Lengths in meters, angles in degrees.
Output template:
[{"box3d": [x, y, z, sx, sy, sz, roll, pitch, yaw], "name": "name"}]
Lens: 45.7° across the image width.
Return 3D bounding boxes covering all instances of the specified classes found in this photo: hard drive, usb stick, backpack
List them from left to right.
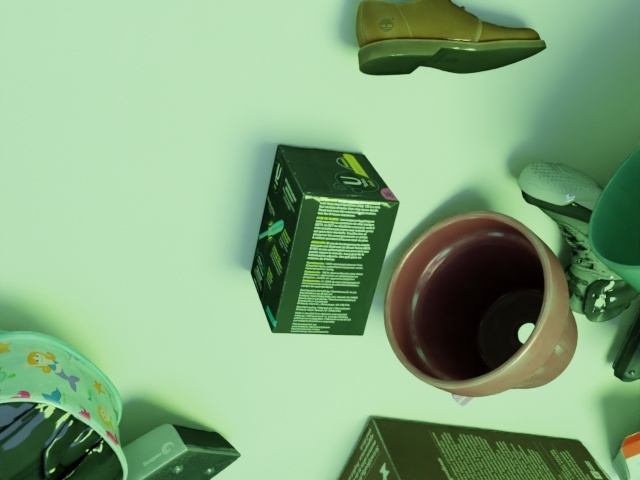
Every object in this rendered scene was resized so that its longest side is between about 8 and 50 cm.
[{"box3d": [-0.327, 0.204, 0.762, 0.254, 0.191, 0.225, -27, 128, 8], "name": "backpack"}, {"box3d": [-0.234, 0.304, 0.895, 0.255, 0.054, 0.172, -36, 155, 4], "name": "hard drive"}, {"box3d": [0.468, 0.072, 1.017, 0.077, 0.045, 0.278, -11, 126, -38], "name": "usb stick"}]

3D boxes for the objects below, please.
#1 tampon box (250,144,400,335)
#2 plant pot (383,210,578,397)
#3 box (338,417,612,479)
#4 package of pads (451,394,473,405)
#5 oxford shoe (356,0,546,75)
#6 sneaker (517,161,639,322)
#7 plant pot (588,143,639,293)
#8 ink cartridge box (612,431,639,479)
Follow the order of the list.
[{"box3d": [0.000, 0.000, 0.785, 0.101, 0.120, 0.161, 4, 119, -19], "name": "tampon box"}, {"box3d": [0.203, 0.090, 0.873, 0.201, 0.201, 0.180, -46, 137, 12], "name": "plant pot"}, {"box3d": [0.218, 0.382, 1.077, 0.381, 0.143, 0.191, 12, 117, -26], "name": "box"}, {"box3d": [0.201, 0.172, 0.995, 0.032, 0.050, 0.083, 38, 104, -26], "name": "package of pads"}, {"box3d": [0.132, -0.205, 0.739, 0.212, 0.076, 0.076, -4, 82, -27], "name": "oxford shoe"}, {"box3d": [0.317, 0.011, 0.902, 0.269, 0.101, 0.153, 18, 111, -29], "name": "sneaker"}, {"box3d": [0.444, -0.003, 0.702, 0.293, 0.293, 0.235, -44, 101, 11], "name": "plant pot"}, {"box3d": [0.531, 0.297, 1.107, 0.189, 0.066, 0.232, -24, 156, 5], "name": "ink cartridge box"}]
